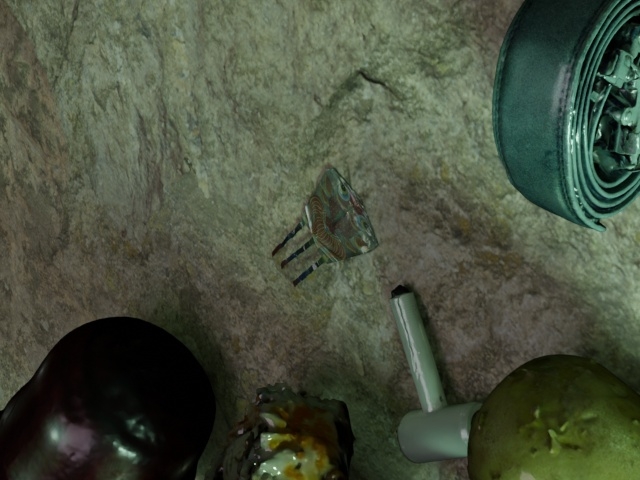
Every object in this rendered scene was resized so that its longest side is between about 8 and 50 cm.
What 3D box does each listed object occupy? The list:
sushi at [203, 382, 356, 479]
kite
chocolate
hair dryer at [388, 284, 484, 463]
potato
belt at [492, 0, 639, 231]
[{"bbox_3d":[-0.081,0.391,1.571,0.417,0.176,0.417,-162,90,-75],"label":"sushi"},{"bbox_3d":[-0.002,0.001,1.580,0.127,0.016,0.229,60,140,14],"label":"kite"},{"bbox_3d":[-0.350,0.291,1.879,0.384,0.384,0.331,43,124,27],"label":"chocolate"},{"bbox_3d":[0.146,0.168,1.463,0.131,0.073,0.236,-21,82,50],"label":"hair dryer"},{"bbox_3d":[0.314,0.287,1.183,0.359,0.219,0.270,42,176,16],"label":"potato"},{"bbox_3d":[0.260,-0.129,1.063,0.116,0.206,0.267,25,137,39],"label":"belt"}]
